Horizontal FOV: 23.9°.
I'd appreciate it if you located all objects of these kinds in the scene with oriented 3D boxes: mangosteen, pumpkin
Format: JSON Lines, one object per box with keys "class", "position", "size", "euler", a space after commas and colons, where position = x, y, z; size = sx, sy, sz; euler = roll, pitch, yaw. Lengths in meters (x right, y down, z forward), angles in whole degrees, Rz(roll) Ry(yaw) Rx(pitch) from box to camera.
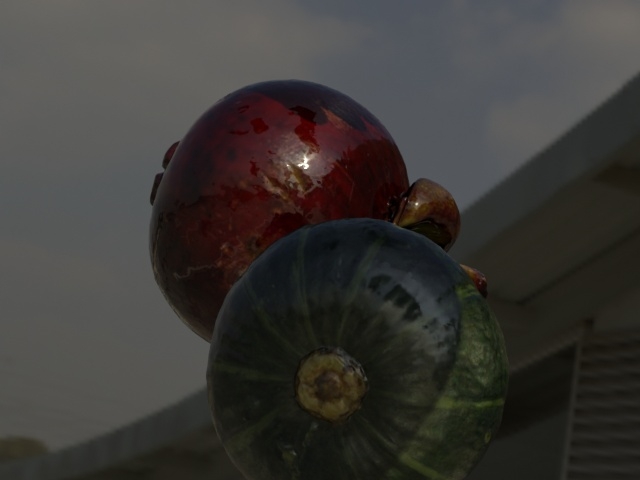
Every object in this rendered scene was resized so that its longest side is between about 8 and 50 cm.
{"class": "mangosteen", "position": [0.000, 0.000, 1.118], "size": [0.258, 0.215, 0.215], "euler": [27, -11, 7]}
{"class": "pumpkin", "position": [0.017, 0.071, 0.824], "size": [0.167, 0.167, 0.125], "euler": [8, 14, 7]}
